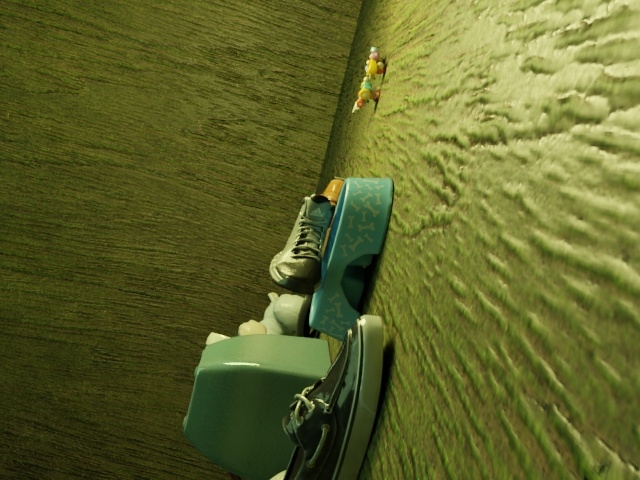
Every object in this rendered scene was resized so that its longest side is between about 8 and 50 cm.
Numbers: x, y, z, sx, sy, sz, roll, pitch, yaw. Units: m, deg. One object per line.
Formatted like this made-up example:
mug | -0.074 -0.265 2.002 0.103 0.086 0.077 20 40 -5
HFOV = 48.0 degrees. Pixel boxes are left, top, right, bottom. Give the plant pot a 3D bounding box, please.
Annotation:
plant pot | -0.129 0.316 1.422 0.248 0.253 0.246 -107 31 -81

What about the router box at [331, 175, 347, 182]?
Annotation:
router box | 0.034 -0.066 1.859 0.133 0.046 0.178 -92 16 -74

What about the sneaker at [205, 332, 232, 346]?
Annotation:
sneaker | -0.177 0.376 1.585 0.130 0.323 0.236 5 58 45

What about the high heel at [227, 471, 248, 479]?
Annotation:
high heel | -0.140 0.508 1.443 0.082 0.117 0.244 -39 48 23

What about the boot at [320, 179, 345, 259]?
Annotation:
boot | 0.000 0.000 1.730 0.283 0.109 0.220 95 -170 -62

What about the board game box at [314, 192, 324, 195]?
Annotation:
board game box | 0.001 -0.061 1.990 0.281 0.027 0.144 -26 -49 -78

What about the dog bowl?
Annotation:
dog bowl | 0.046 0.030 1.196 0.166 0.074 0.297 -87 10 -67

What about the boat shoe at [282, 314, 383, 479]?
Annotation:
boat shoe | 0.005 0.229 0.900 0.108 0.102 0.301 -90 13 -73

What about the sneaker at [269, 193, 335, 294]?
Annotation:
sneaker | -0.024 -0.008 1.173 0.228 0.086 0.132 -86 12 -71

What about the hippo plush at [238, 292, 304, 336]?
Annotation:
hippo plush | -0.113 0.283 2.046 0.236 0.234 0.294 -44 2 -31

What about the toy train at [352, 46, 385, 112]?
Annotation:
toy train | 0.123 -0.378 1.687 0.125 0.046 0.166 144 142 -86

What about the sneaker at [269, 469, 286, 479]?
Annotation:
sneaker | -0.079 0.509 1.221 0.240 0.091 0.126 -47 -55 -35

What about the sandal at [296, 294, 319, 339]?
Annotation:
sandal | -0.028 0.237 1.774 0.097 0.055 0.254 -70 -13 -62
